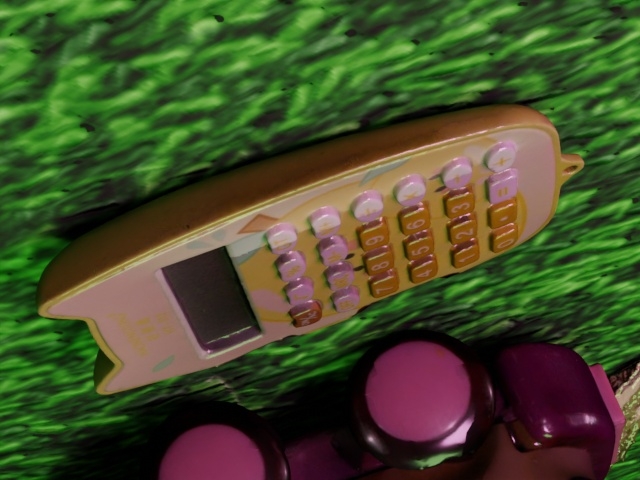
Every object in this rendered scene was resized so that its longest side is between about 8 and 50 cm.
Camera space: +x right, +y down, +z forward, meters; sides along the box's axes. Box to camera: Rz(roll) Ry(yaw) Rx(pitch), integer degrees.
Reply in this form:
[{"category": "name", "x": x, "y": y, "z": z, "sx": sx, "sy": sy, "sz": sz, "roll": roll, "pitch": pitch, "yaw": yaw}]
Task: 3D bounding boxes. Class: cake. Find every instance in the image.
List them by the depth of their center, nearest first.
[{"category": "cake", "x": 0.178, "y": 0.119, "z": 1.154, "sx": 0.051, "sy": 0.055, "sz": 0.140, "roll": 8, "pitch": 146, "yaw": -32}]

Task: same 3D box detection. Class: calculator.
[{"category": "calculator", "x": 0.000, "y": 0.000, "z": 0.800, "sx": 0.236, "sy": 0.033, "sz": 0.157, "roll": -18, "pitch": 156, "yaw": -2}]

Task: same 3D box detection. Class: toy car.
[{"category": "toy car", "x": 0.032, "y": 0.214, "z": 1.022, "sx": 0.340, "sy": 0.240, "sz": 0.271, "roll": -22, "pitch": 156, "yaw": -3}]
